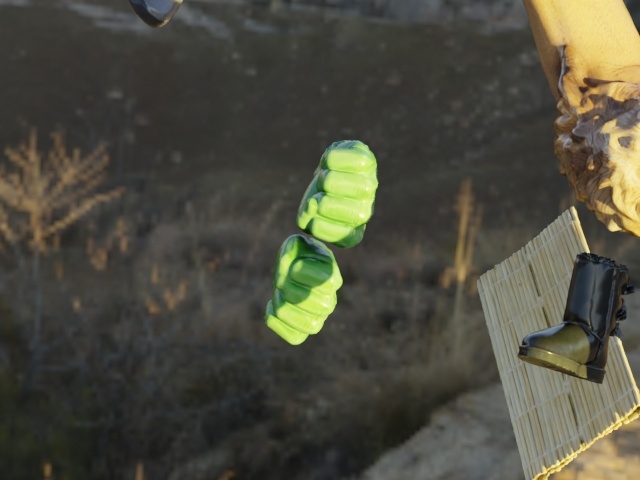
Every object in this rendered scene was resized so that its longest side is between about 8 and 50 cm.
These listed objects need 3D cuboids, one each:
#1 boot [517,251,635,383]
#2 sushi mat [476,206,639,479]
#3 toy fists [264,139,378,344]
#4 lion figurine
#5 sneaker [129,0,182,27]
[{"bbox_3d":[0.205,0.058,1.267,0.045,0.099,0.121,12,-5,39],"label":"boot"},{"bbox_3d":[0.250,0.109,1.701,0.019,0.151,0.316,37,28,-32],"label":"sushi mat"},{"bbox_3d":[0.000,0.000,2.072,0.096,0.279,0.142,20,16,-13],"label":"toy fists"},{"bbox_3d":[0.223,-0.172,1.299,0.142,0.392,0.240,-36,-20,27],"label":"lion figurine"},{"bbox_3d":[-0.177,-0.360,1.999,0.098,0.083,0.223,-27,33,30],"label":"sneaker"}]
